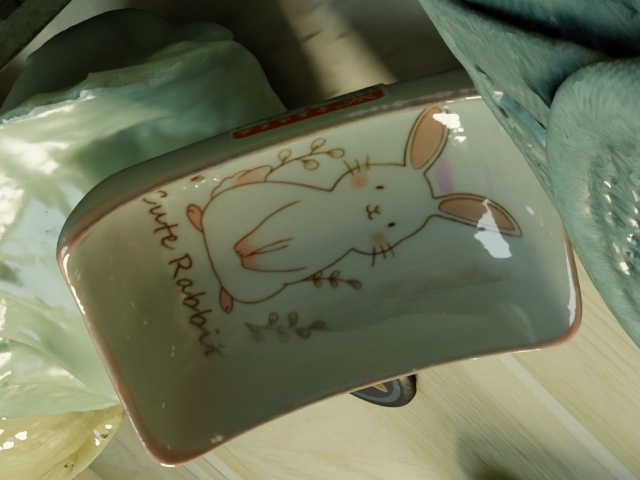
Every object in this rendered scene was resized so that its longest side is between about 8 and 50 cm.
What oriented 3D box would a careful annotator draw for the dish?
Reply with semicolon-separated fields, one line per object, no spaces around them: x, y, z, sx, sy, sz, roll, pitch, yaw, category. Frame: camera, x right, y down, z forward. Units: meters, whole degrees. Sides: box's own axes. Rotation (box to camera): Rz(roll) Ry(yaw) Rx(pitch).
0.000;0.000;0.593;0.077;0.212;0.151;-110;3;-51;dish

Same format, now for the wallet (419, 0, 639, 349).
0.150;0.017;0.444;0.342;0.075;0.237;52;173;-31;wallet

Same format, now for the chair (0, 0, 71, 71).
-0.209;-0.108;0.585;0.147;0.270;0.136;47;157;-19;chair

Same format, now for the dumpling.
-0.109;-0.004;0.756;0.270;0.212;0.321;-10;130;15;dumpling

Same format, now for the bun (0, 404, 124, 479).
-0.260;0.030;1.028;0.326;0.234;0.362;54;180;5;bun

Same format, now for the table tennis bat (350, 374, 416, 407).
-0.029;0.053;0.977;0.236;0.027;0.150;25;156;27;table tennis bat
